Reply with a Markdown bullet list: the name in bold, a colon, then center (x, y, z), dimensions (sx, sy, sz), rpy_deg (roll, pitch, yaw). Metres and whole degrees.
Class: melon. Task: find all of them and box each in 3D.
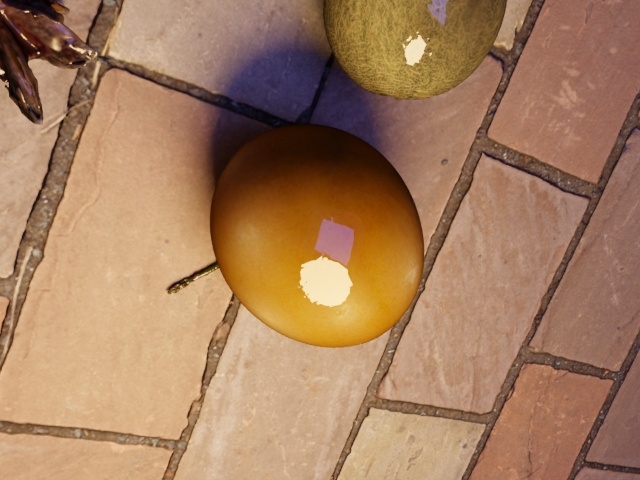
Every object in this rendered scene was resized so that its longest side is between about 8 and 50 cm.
- **melon**: center (0.130, -0.350, 1.052), dimensions (0.249, 0.248, 0.329), rpy_deg (-5, 119, -28)

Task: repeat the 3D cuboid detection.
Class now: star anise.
- **star anise**: center (-0.373, -0.251, 0.869), dimensions (0.212, 0.129, 0.282), rpy_deg (-35, 89, -25)

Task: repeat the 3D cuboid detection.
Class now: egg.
- **egg**: center (0.000, 0.000, 1.097), dimensions (0.283, 0.283, 0.351), rpy_deg (-38, 129, -11)

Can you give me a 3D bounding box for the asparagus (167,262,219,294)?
- **asparagus**: center (-0.157, 0.040, 1.187), dimensions (0.166, 0.013, 0.016), rpy_deg (-27, 110, -18)
